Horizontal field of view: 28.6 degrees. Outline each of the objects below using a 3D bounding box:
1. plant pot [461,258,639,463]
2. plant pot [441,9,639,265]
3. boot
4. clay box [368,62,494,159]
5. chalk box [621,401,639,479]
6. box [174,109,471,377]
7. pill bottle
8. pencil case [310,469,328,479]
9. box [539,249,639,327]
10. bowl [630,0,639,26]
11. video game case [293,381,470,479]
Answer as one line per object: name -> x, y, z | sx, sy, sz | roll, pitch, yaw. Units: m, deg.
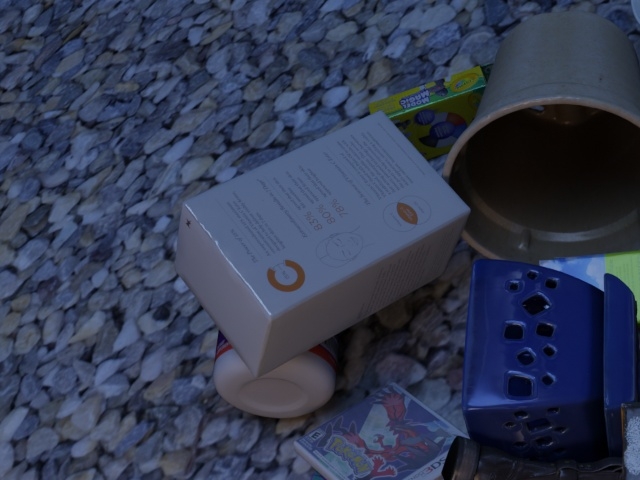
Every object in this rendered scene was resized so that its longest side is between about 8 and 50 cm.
plant pot -> 0.310, 0.178, 1.648 | 0.212, 0.236, 0.236 | -2, 54, 16
plant pot -> 0.360, -0.168, 1.855 | 0.334, 0.333, 0.305 | -6, 41, 19
boot -> 0.254, 0.368, 1.590 | 0.229, 0.262, 0.091 | 13, 27, -3
clay box -> 0.203, -0.202, 2.046 | 0.222, 0.127, 0.053 | -18, 51, 12
chalk box -> 0.486, 0.290, 1.401 | 0.289, 0.179, 0.180 | -1, 65, 16
box -> 0.000, 0.000, 1.762 | 0.345, 0.168, 0.215 | -27, 64, -26
pill bottle -> -0.058, 0.093, 1.902 | 0.182, 0.181, 0.322 | -9, 52, 17
pencil case -> 0.062, 0.354, 1.728 | 0.152, 0.064, 0.070 | 1, 80, 23
box -> 0.405, 0.073, 1.786 | 0.178, 0.042, 0.109 | -6, 73, 19
bowl -> 0.645, -0.355, 1.963 | 0.298, 0.134, 0.297 | -12, 51, 16
video game case -> 0.091, 0.287, 1.736 | 0.183, 0.023, 0.201 | -28, 35, -24
